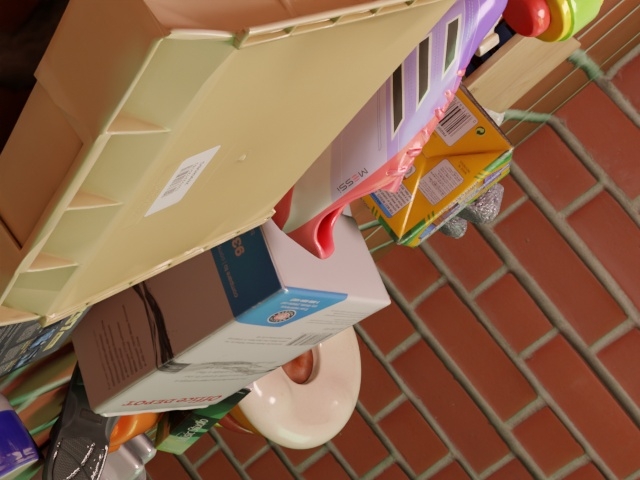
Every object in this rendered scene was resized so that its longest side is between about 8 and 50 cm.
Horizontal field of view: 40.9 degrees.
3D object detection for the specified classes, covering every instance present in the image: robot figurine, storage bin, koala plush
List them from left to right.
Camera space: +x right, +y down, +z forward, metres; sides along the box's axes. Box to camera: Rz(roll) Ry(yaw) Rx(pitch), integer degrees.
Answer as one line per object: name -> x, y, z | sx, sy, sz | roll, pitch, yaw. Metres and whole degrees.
robot figurine -> -0.491, 0.492, 1.705 | 0.353, 0.200, 0.300 | -41, 180, 14
robot figurine -> -0.327, 0.263, 1.410 | 0.128, 0.158, 0.219 | -18, 176, 11
storage bin -> -0.080, -0.092, 0.512 | 0.260, 0.123, 0.262 | -28, 168, -49
koala plush -> 0.254, -0.156, 1.592 | 0.221, 0.203, 0.196 | -58, -173, -17

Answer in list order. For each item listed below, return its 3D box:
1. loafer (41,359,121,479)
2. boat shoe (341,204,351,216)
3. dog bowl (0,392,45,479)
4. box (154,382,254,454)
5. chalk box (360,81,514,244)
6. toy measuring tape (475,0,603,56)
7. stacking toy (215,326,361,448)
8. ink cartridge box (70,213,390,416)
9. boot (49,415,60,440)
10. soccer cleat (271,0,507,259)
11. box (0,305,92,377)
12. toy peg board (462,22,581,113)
loafer -> -0.305, 0.218, 1.142 | 0.084, 0.096, 0.268 | -31, -147, 51
boat shoe -> 0.000, 0.000, 1.510 | 0.102, 0.108, 0.301 | -7, -168, 11
dog bowl -> -0.480, 0.308, 1.054 | 0.265, 0.104, 0.265 | -38, 172, -6
box -> -0.186, 0.196, 1.430 | 0.322, 0.058, 0.232 | -49, -151, 48
chalk box -> 0.130, -0.110, 1.138 | 0.179, 0.180, 0.289 | -39, 171, 6
toy measuring tape -> 0.261, -0.273, 1.040 | 0.121, 0.121, 0.330 | -37, 172, -9
stacking toy -> -0.188, 0.272, 1.762 | 0.479, 0.351, 0.350 | -21, -175, 40
ink cartridge box -> -0.109, 0.084, 1.020 | 0.307, 0.129, 0.223 | -33, 157, 26
boot -> -0.433, 0.303, 1.479 | 0.106, 0.037, 0.114 | -50, 179, -17
soccer cleat -> 0.067, -0.114, 0.797 | 0.318, 0.116, 0.108 | -42, 171, 24
box -> -0.259, 0.047, 0.726 | 0.232, 0.059, 0.183 | -45, 170, 35
toy peg board -> 0.278, -0.281, 1.278 | 0.161, 0.079, 0.160 | -42, 156, 26
